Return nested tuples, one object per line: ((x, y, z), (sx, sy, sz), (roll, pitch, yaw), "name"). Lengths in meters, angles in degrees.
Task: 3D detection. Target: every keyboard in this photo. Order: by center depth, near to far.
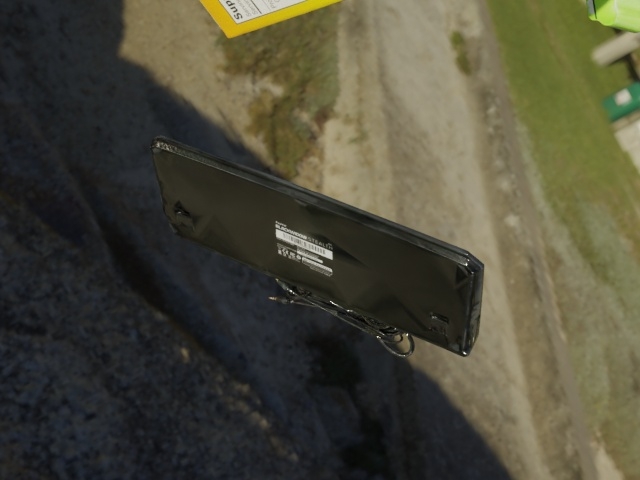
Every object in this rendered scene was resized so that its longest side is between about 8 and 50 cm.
((0.000, 0.000, 0.568), (0.038, 0.192, 0.100), (-51, 154, -35), "keyboard")

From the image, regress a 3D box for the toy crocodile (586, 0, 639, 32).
((0.312, -0.392, 1.157), (0.115, 0.105, 0.341), (6, 76, -43), "toy crocodile")

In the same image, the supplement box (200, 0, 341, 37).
((0.021, -0.357, 0.956), (0.194, 0.356, 0.195), (48, 44, -39), "supplement box")
